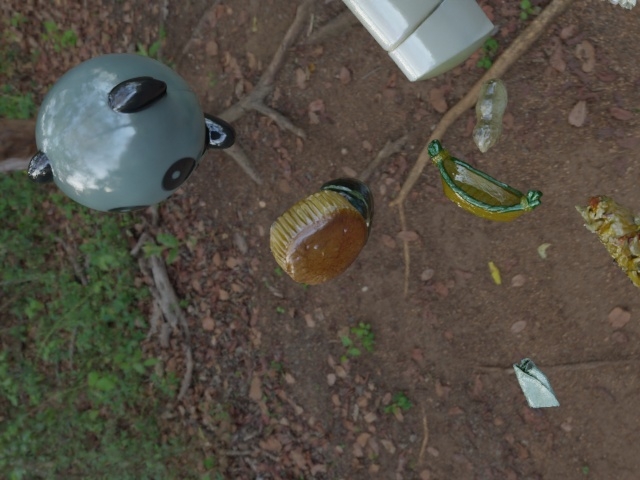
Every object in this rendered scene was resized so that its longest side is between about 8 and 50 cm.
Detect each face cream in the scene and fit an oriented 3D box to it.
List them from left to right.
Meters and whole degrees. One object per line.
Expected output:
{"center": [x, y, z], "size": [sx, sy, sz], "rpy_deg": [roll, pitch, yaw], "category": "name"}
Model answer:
{"center": [0.085, -0.368, 0.761], "size": [0.348, 0.173, 0.081], "rpy_deg": [46, 157, -15], "category": "face cream"}

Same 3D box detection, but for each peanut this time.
{"center": [0.489, -0.360, 1.650], "size": [0.086, 0.104, 0.227], "rpy_deg": [3, 76, 35], "category": "peanut"}

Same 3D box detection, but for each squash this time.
{"center": [0.072, -0.071, 1.752], "size": [0.165, 0.252, 0.252], "rpy_deg": [12, 109, 17], "category": "squash"}

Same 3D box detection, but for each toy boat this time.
{"center": [0.289, -0.103, 1.043], "size": [0.230, 0.089, 0.088], "rpy_deg": [30, 137, 22], "category": "toy boat"}

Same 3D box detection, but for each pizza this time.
{"center": [0.663, -0.007, 1.098], "size": [0.287, 0.252, 0.074], "rpy_deg": [-104, 17, -49], "category": "pizza"}

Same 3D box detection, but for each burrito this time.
{"center": [0.489, 0.324, 1.294], "size": [0.074, 0.044, 0.118], "rpy_deg": [-24, 86, 42], "category": "burrito"}

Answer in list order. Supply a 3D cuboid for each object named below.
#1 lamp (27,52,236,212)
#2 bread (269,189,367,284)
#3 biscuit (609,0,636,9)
{"center": [-0.224, -0.126, 0.701], "size": [0.198, 0.244, 0.197], "rpy_deg": [1, 94, 17], "category": "lamp"}
{"center": [0.000, 0.000, 1.159], "size": [0.104, 0.199, 0.199], "rpy_deg": [48, 129, 44], "category": "bread"}
{"center": [0.644, -0.603, 1.301], "size": [0.179, 0.281, 0.084], "rpy_deg": [23, 124, 7], "category": "biscuit"}
